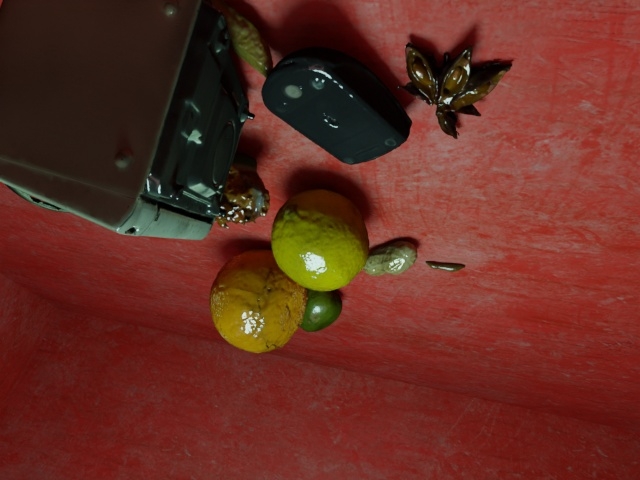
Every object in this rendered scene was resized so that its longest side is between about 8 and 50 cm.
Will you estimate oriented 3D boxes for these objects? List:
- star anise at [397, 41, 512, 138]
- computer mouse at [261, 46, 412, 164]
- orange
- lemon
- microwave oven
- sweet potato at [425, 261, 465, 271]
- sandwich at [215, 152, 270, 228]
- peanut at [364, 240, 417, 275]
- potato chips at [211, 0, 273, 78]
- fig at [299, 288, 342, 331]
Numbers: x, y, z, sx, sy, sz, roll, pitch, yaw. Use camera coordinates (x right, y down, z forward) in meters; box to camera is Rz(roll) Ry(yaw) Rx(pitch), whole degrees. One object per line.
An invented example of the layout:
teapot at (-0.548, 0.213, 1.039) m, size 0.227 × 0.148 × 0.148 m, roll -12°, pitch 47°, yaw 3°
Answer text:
star anise at (0.224, -0.255, 0.688) m, size 0.212 × 0.053 × 0.157 m, roll 34°, pitch 146°, yaw -28°
computer mouse at (0.029, -0.246, 0.743) m, size 0.269 × 0.100 × 0.170 m, roll 30°, pitch 153°, yaw -36°
orange at (-0.213, 0.194, 1.393) m, size 0.293 × 0.340 × 0.340 m, roll 12°, pitch 153°, yaw 27°
lemon at (0.000, 0.000, 1.043) m, size 0.267 × 0.267 × 0.267 m, roll 11°, pitch 151°, yaw 6°
microwave oven at (-0.267, -0.172, 0.659) m, size 0.247 × 0.333 × 0.394 m, roll 18°, pitch 178°, yaw -2°
sweet potato at (0.368, 0.079, 1.237) m, size 0.115 × 0.026 × 0.026 m, roll 5°, pitch 150°, yaw 15°
sandwich at (-0.212, -0.136, 0.985) m, size 0.301 × 0.162 × 0.250 m, roll 30°, pitch 154°, yaw 43°
peanut at (0.199, 0.059, 1.212) m, size 0.083 × 0.093 × 0.194 m, roll 17°, pitch 152°, yaw -34°
potato chips at (-0.246, -0.383, 0.653) m, size 0.407 × 0.080 × 0.057 m, roll 22°, pitch -172°, yaw -16°
fig at (-0.018, 0.256, 1.579) m, size 0.181 × 0.191 × 0.181 m, roll 26°, pitch -175°, yaw -2°
